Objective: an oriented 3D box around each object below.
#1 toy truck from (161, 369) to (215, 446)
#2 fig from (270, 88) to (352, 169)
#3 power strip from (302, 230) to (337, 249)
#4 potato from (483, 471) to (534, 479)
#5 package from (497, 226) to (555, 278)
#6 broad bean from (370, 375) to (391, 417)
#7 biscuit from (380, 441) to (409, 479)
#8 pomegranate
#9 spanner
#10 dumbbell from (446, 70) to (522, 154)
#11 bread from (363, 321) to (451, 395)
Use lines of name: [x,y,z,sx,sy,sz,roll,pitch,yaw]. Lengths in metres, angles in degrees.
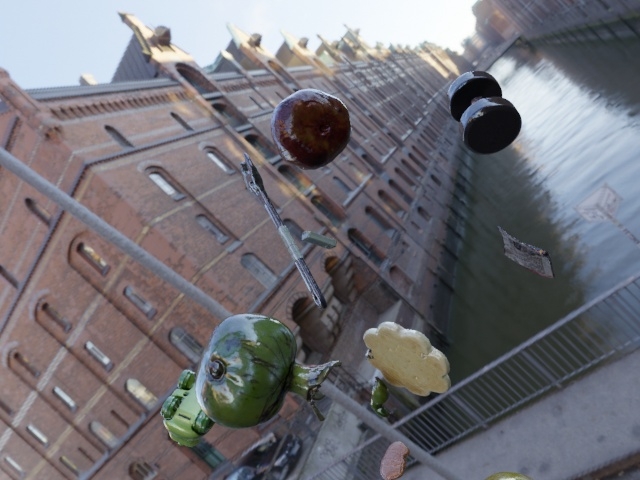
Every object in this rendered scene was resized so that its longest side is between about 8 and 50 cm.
toy truck: [-0.361,0.496,1.280,0.187,0.148,0.210,-57,-16,-67]
fig: [-0.036,-0.242,1.113,0.190,0.191,0.290,-47,-3,-21]
power strip: [0.000,0.000,0.920,0.027,0.083,0.017,-21,55,53]
potato: [0.413,0.696,0.918,0.290,0.397,0.296,-10,14,23]
package: [0.594,0.044,1.300,0.030,0.154,0.239,-53,-38,-4]
broad bean: [0.201,0.533,1.520,0.048,0.070,0.213,-63,-31,-43]
biscuit: [0.245,0.736,1.496,0.102,0.019,0.130,-14,41,56]
pomegranate: [-0.071,0.186,0.618,0.131,0.191,0.152,-136,68,-81]
spanner: [-0.068,-0.020,0.783,0.024,0.315,0.087,-25,-17,-16]
dumbbell: [0.446,-0.357,1.244,0.152,0.153,0.218,-45,31,34]
bread: [0.274,0.378,1.440,0.054,0.316,0.316,-44,0,-39]
